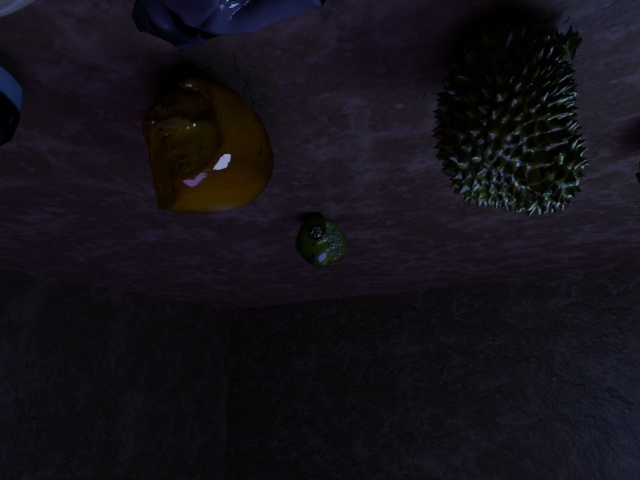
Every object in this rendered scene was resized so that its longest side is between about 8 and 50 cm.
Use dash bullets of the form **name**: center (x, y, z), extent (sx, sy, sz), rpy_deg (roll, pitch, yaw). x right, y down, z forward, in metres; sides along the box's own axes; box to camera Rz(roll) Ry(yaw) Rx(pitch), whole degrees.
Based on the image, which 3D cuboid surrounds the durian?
- **durian**: center (0.237, -0.154, 0.600), extent (0.177, 0.236, 0.200), rpy_deg (10, 178, -16)

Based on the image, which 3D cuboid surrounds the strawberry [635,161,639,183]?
- **strawberry**: center (0.666, -0.170, 0.809), extent (0.190, 0.111, 0.236), rpy_deg (19, 133, -25)

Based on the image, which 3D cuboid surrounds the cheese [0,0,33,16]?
- **cheese**: center (-0.270, -0.284, 0.439), extent (0.235, 0.049, 0.127), rpy_deg (-4, 162, 16)

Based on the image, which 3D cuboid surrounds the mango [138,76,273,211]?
- **mango**: center (-0.183, -0.123, 0.771), extent (0.199, 0.201, 0.350), rpy_deg (29, 171, 1)

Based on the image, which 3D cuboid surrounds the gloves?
- **gloves**: center (-0.077, -0.251, 0.435), extent (0.286, 0.142, 0.119), rpy_deg (-13, -173, 35)

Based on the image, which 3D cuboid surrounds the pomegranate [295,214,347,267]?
- **pomegranate**: center (-0.011, 0.002, 1.268), extent (0.123, 0.143, 0.169), rpy_deg (-8, 171, 26)

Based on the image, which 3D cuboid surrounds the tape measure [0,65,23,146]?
- **tape measure**: center (-0.507, -0.197, 0.633), extent (0.181, 0.107, 0.182), rpy_deg (11, 160, -27)
